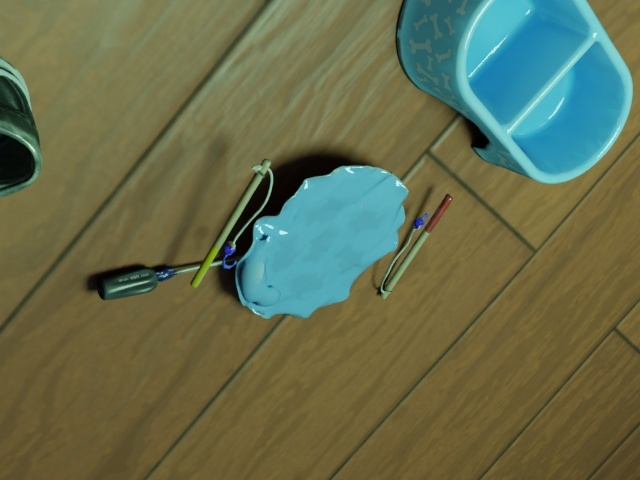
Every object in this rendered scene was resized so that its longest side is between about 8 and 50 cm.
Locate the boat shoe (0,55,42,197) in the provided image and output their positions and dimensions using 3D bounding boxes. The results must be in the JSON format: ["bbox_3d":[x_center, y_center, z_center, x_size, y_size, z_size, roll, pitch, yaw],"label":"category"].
[{"bbox_3d":[-0.327,-0.075,0.605,0.335,0.119,0.121,-7,125,-32],"label":"boat shoe"}]

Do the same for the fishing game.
[{"bbox_3d":[0.000,0.000,0.958,0.264,0.041,0.189,2,128,-43],"label":"fishing game"}]

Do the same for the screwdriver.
[{"bbox_3d":[-0.119,0.024,0.908,0.170,0.025,0.024,-16,130,-37],"label":"screwdriver"}]

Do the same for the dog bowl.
[{"bbox_3d":[0.193,-0.159,0.951,0.166,0.074,0.297,-48,135,4],"label":"dog bowl"}]
